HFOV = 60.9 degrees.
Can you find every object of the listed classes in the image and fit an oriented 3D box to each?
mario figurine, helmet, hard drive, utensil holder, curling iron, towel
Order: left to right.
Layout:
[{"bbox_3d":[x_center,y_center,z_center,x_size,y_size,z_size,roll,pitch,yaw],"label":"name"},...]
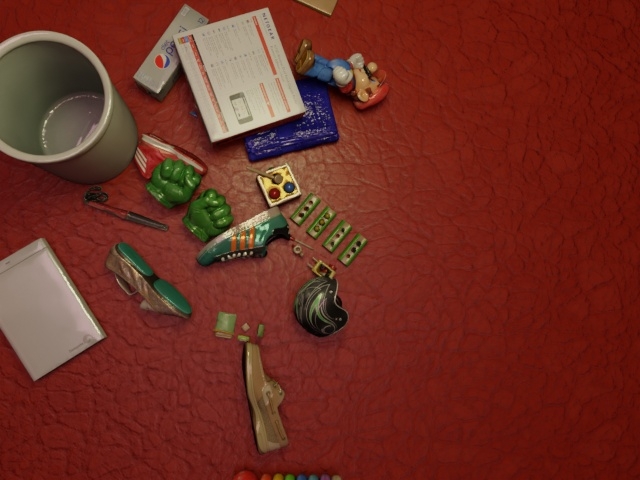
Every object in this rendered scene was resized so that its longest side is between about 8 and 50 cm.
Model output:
[{"bbox_3d":[-0.832,0.203,1.614,0.233,0.047,0.353,-32,91,-8],"label":"hard drive"},{"bbox_3d":[-0.697,-0.335,1.501,0.327,0.385,0.328,1,86,-8],"label":"utensil holder"},{"bbox_3d":[-0.597,-0.093,1.671,0.274,0.035,0.068,25,83,-4],"label":"curling iron"},{"bbox_3d":[-0.106,-0.395,1.735,0.308,0.076,0.228,-14,88,-8],"label":"towel"},{"bbox_3d":[-0.001,0.195,1.661,0.169,0.169,0.162,-37,108,-8],"label":"helmet"},{"bbox_3d":[0.087,-0.538,1.696,0.320,0.170,0.198,16,74,-27],"label":"mario figurine"}]

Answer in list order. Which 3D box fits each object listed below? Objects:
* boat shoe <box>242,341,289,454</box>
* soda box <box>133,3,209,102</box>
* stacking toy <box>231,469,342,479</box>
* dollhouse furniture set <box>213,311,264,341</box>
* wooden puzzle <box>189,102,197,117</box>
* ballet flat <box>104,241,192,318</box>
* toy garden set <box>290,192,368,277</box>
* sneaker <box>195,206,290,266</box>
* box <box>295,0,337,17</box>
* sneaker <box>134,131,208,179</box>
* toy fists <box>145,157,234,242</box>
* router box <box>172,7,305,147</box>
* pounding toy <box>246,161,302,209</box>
[{"bbox_3d":[-0.167,0.467,1.648,0.110,0.121,0.341,-10,97,-12],"label":"boat shoe"},{"bbox_3d":[-0.458,-0.580,1.694,0.091,0.098,0.286,33,83,-6],"label":"soda box"},{"bbox_3d":[-0.105,0.753,1.633,0.330,0.141,0.141,10,84,0],"label":"stacking toy"},{"bbox_3d":[-0.252,0.269,1.675,0.151,0.058,0.076,11,84,-6],"label":"dollhouse furniture set"},{"bbox_3d":[-0.357,-0.431,1.738,0.078,0.014,0.116,40,83,-3],"label":"wooden puzzle"},{"bbox_3d":[-0.524,0.144,1.642,0.316,0.107,0.106,45,102,3],"label":"ballet flat"},{"bbox_3d":[0.000,0.000,1.732,0.244,0.049,0.204,40,82,-3],"label":"toy garden set"},{"bbox_3d":[-0.231,0.015,1.672,0.302,0.108,0.121,-30,86,-10],"label":"sneaker"},{"bbox_3d":[-0.026,-0.855,1.808,0.201,0.021,0.165,23,83,-6],"label":"box"},{"bbox_3d":[-0.470,-0.231,1.690,0.221,0.087,0.128,29,101,-6],"label":"sneaker"},{"bbox_3d":[-0.387,-0.126,1.641,0.142,0.096,0.279,-45,103,3],"label":"toy fists"},{"bbox_3d":[-0.242,-0.487,1.636,0.301,0.082,0.336,-20,91,-10],"label":"router box"},{"bbox_3d":[-0.145,-0.181,1.701,0.130,0.100,0.141,-24,89,-9],"label":"pounding toy"}]
